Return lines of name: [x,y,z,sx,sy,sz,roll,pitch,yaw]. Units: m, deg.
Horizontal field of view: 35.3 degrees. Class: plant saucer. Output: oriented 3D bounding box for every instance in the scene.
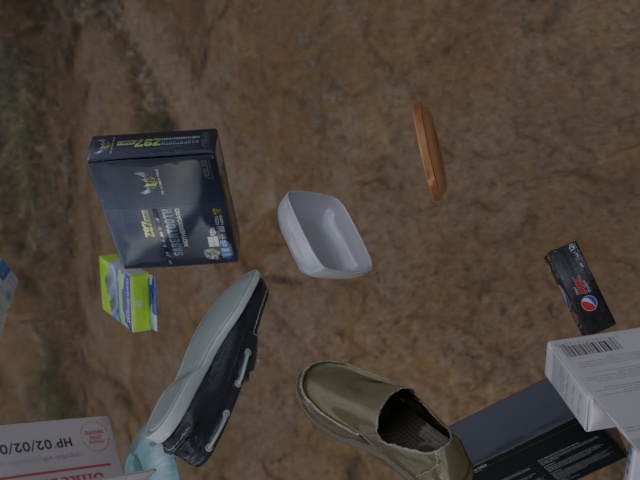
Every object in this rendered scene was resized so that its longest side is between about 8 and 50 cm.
plant saucer: [0.091,-0.074,0.828,0.013,0.083,0.083,-13,87,11]
plant saucer: [-0.261,0.370,1.515,0.195,0.037,0.195,8,99,59]

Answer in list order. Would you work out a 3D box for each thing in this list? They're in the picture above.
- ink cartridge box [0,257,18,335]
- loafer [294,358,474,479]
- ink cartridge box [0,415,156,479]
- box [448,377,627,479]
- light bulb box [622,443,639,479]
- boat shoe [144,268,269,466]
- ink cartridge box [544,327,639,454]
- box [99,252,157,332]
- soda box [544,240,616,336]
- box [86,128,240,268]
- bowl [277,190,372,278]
ink cartridge box: [-0.518,0.096,1.547,0.052,0.088,0.122,7,66,5]
loafer: [0.043,0.119,0.693,0.148,0.056,0.050,26,140,30]
ink cartridge box: [-0.208,0.173,0.694,0.181,0.104,0.061,-38,63,35]
box: [0.367,0.351,1.740,0.261,0.184,0.103,-30,44,18]
light bulb box: [0.646,0.457,1.558,0.361,0.225,0.358,9,94,16]
boat shoe: [-0.140,0.175,1.412,0.091,0.302,0.114,40,147,-17]
ink cartridge box: [0.487,0.203,1.332,0.261,0.296,0.066,-116,21,-61]
box: [-0.348,0.095,1.812,0.178,0.042,0.109,21,116,56]
soda box: [0.473,0.090,1.835,0.060,0.053,0.169,-23,78,-1]
box: [-0.225,-0.057,1.484,0.232,0.183,0.059,84,-174,-46]
bowl: [0.000,0.000,1.474,0.053,0.142,0.142,-40,65,30]
